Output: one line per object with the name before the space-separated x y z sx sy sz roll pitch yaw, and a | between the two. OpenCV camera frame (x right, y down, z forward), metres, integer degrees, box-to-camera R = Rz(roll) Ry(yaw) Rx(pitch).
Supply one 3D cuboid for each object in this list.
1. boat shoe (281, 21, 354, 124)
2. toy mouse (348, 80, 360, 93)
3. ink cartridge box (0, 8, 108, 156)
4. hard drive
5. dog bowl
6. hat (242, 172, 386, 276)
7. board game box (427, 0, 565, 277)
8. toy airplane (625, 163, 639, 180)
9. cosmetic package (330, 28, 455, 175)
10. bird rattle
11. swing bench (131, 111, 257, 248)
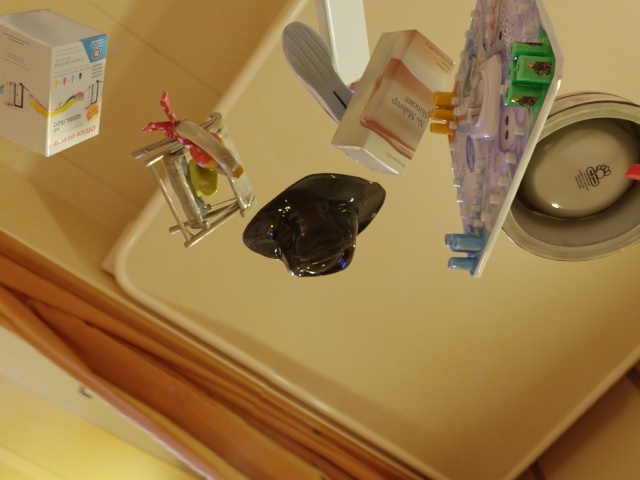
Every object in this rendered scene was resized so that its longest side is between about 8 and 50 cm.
boat shoe | -0.004 -0.400 1.685 0.109 0.302 0.094 -35 -171 -12
toy mouse | 0.102 -0.502 2.069 0.143 0.161 0.031 -23 163 18
ink cartridge box | -0.563 -0.325 1.380 0.171 0.168 0.232 -47 159 -56
hard drive | 0.060 -0.581 1.805 0.040 0.307 0.203 7 -150 31
dog bowl | 0.586 -0.155 1.524 0.408 0.408 0.150 -46 -159 30
hat | 0.000 0.000 1.441 0.331 0.331 0.134 -43 -128 39
board game box | 0.233 -0.210 1.002 0.390 0.050 0.389 96 -4 -49
toy airplane | 0.566 -0.124 1.065 0.151 0.028 0.151 -23 -145 18
cosmetic package | 0.168 -0.315 1.555 0.129 0.153 0.296 19 -97 55
bird rattle | -0.269 -0.221 1.525 0.207 0.253 0.143 22 -118 45
swing bench | -0.307 -0.161 1.745 0.255 0.253 0.165 -30 -153 -17
